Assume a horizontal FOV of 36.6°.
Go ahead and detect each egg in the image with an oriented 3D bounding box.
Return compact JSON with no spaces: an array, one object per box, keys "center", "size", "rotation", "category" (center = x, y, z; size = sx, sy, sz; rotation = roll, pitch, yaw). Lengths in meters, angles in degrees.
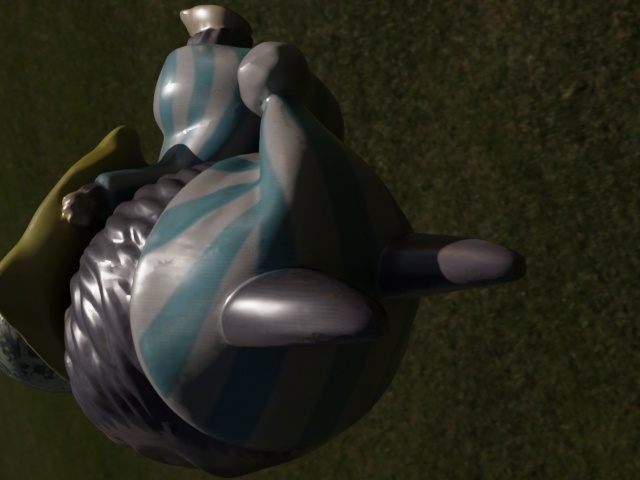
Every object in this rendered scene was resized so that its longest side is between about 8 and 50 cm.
[{"center":[-0.332,0.121,1.202],"size":[0.172,0.132,0.132],"rotation":[34,150,-3],"category":"egg"}]

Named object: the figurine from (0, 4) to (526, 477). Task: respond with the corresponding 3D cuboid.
[{"center":[0.000,0.000,0.700],"size":[0.378,0.266,0.361],"rotation":[3,68,40],"category":"figurine"}]
